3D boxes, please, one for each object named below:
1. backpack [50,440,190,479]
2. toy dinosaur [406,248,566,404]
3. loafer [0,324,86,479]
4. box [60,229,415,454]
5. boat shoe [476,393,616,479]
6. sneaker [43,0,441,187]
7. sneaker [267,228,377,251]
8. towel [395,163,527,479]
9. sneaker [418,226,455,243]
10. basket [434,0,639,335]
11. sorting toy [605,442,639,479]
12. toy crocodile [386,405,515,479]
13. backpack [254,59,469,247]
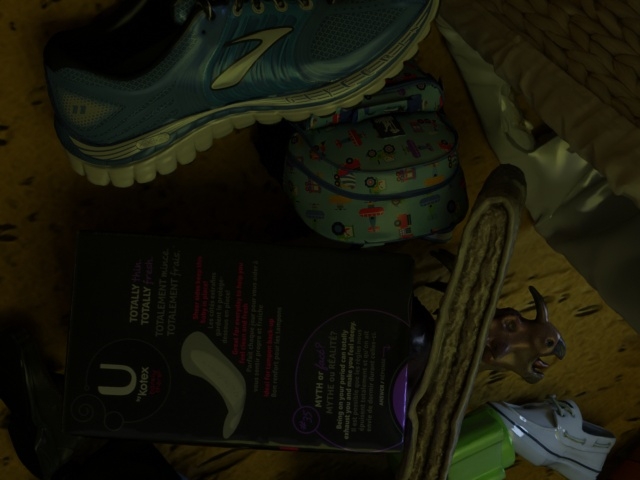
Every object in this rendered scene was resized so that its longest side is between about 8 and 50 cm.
[{"bbox_3d":[-0.143,0.393,1.515,0.290,0.273,0.355,-44,144,1],"label":"backpack"},{"bbox_3d":[0.060,0.081,1.441,0.295,0.127,0.200,19,115,-32],"label":"toy dinosaur"},{"bbox_3d":[-0.248,0.135,1.374,0.061,0.062,0.170,-34,141,-30],"label":"loafer"},{"bbox_3d":[-0.070,0.087,1.271,0.270,0.143,0.165,5,83,-7],"label":"box"},{"bbox_3d":[0.243,0.199,1.664,0.076,0.083,0.226,-55,142,3],"label":"boat shoe"},{"bbox_3d":[-0.058,-0.165,1.184,0.330,0.130,0.147,-26,135,-7],"label":"sneaker"},{"bbox_3d":[0.000,0.000,1.408,0.109,0.040,0.044,-4,99,-20],"label":"sneaker"},{"bbox_3d":[0.116,0.079,1.300,0.049,0.187,0.282,16,104,5],"label":"towel"},{"bbox_3d":[0.074,-0.040,1.401,0.144,0.053,0.059,9,121,-42],"label":"sneaker"},{"bbox_3d":[0.320,-0.088,1.301,0.266,0.331,0.328,-35,133,-2],"label":"basket"},{"bbox_3d":[0.466,0.303,1.854,0.365,0.127,0.126,28,80,-42],"label":"sorting toy"},{"bbox_3d":[0.128,0.257,1.574,0.115,0.105,0.340,-21,159,-18],"label":"toy crocodile"},{"bbox_3d":[0.041,-0.075,1.270,0.158,0.173,0.117,-9,126,-18],"label":"backpack"}]
